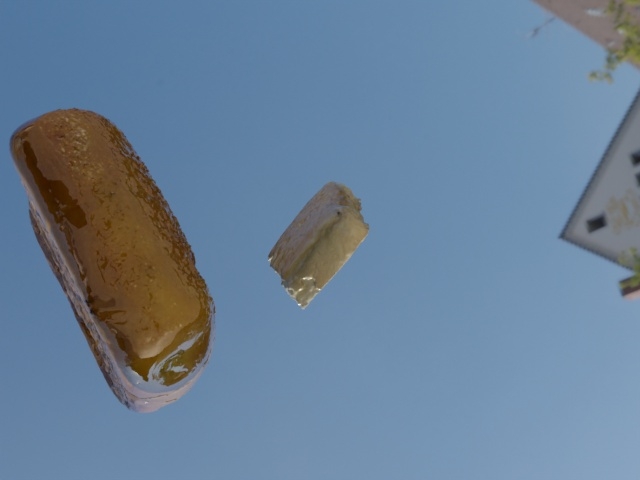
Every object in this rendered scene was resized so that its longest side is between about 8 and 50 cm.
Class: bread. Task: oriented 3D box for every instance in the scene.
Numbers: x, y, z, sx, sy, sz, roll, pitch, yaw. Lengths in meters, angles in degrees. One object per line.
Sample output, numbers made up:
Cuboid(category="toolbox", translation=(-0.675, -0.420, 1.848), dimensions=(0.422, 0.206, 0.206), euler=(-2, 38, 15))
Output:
Cuboid(category="bread", translation=(-0.224, 0.020, 1.035), dimensions=(0.148, 0.328, 0.337), euler=(-26, -102, -19))
Cuboid(category="bread", translation=(0.000, 0.000, 0.574), dimensions=(0.035, 0.070, 0.083), euler=(37, -172, -14))
